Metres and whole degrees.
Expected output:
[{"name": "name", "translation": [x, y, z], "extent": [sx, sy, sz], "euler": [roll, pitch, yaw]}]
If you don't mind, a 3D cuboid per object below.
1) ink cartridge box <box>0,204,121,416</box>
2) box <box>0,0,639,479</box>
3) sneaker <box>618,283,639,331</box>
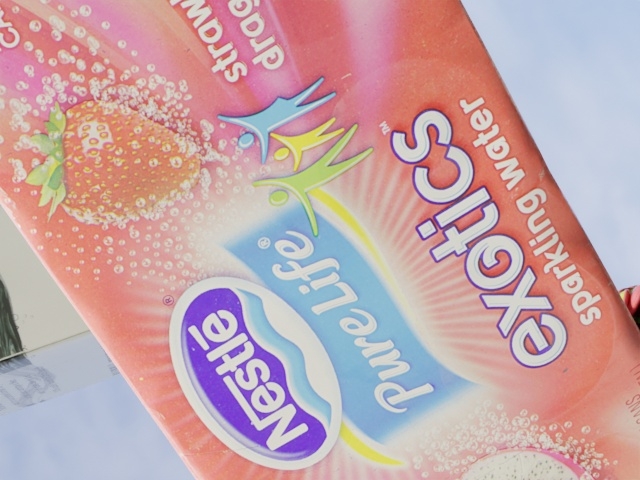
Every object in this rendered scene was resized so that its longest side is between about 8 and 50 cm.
[{"name": "ink cartridge box", "translation": [-0.162, 0.037, 0.848], "extent": [0.208, 0.153, 0.087], "euler": [-19, -102, -8]}, {"name": "box", "translation": [0.000, 0.000, 0.529], "extent": [0.300, 0.154, 0.142], "euler": [59, -178, -22]}, {"name": "sneaker", "translation": [0.238, 0.065, 1.137], "extent": [0.081, 0.094, 0.208], "euler": [3, -160, -13]}]
